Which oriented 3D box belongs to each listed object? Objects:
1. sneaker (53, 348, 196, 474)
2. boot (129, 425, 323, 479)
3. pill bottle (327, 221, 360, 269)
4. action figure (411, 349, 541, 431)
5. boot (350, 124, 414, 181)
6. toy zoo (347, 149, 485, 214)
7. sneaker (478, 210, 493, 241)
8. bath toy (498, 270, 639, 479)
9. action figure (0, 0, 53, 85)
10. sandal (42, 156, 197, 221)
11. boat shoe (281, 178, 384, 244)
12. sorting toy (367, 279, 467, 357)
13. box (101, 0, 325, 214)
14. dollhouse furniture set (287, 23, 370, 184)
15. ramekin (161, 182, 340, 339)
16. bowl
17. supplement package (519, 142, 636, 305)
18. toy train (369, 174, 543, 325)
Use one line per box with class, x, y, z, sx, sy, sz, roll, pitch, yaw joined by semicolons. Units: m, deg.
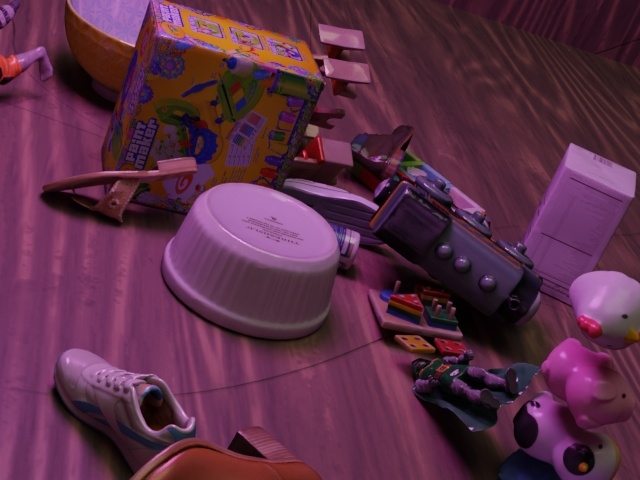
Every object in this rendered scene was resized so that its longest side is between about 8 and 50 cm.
sneaker;-0.230;0.191;1.485;0.229;0.092;0.087;36;31;28
boot;-0.082;0.323;1.367;0.220;0.109;0.283;42;24;26
pill bottle;0.000;0.000;2.056;0.120;0.067;0.067;19;26;-8
action figure;0.195;0.199;1.766;0.137;0.063;0.232;-34;16;-21
boot;0.117;-0.192;2.427;0.106;0.082;0.219;25;28;0
toy zoo;0.191;-0.096;2.431;0.192;0.030;0.293;-5;37;-44
sneaker;0.283;0.018;2.251;0.083;0.084;0.215;36;30;-3
bath toy;0.339;0.209;1.619;0.151;0.348;0.129;23;26;18
action figure;-0.654;-0.341;2.065;0.341;0.178;0.330;32;18;14
sandal;-0.304;-0.069;1.926;0.240;0.079;0.088;-11;-4;-11
boat shoe;0.028;-0.063;2.179;0.226;0.083;0.076;22;27;0
sorting toy;0.154;0.107;1.959;0.132;0.046;0.274;11;18;-12
box;-0.184;-0.204;2.040;0.279;0.290;0.177;14;28;-20
dollhouse furniture set;-0.027;-0.239;2.304;0.135;0.262;0.259;6;62;-27
ramekin;-0.094;0.020;1.875;0.273;0.127;0.273;19;26;-9
bowl;-0.352;-0.344;2.321;0.290;0.156;0.289;18;27;-10
supplement package;0.461;-0.029;2.279;0.139;0.244;0.134;26;27;4
toy train;0.224;0.019;2.047;0.334;0.142;0.190;38;14;-3
